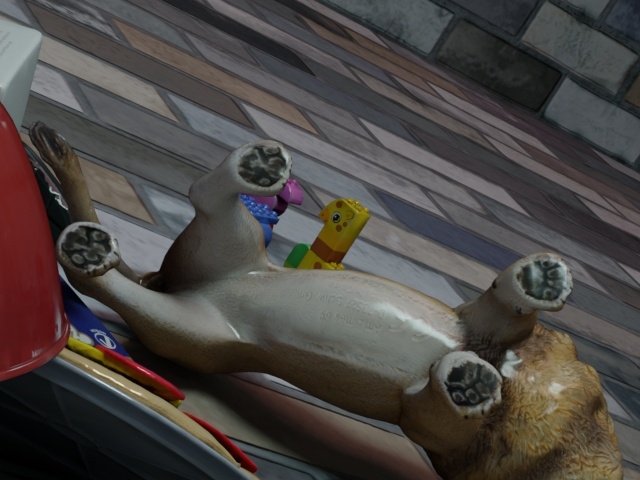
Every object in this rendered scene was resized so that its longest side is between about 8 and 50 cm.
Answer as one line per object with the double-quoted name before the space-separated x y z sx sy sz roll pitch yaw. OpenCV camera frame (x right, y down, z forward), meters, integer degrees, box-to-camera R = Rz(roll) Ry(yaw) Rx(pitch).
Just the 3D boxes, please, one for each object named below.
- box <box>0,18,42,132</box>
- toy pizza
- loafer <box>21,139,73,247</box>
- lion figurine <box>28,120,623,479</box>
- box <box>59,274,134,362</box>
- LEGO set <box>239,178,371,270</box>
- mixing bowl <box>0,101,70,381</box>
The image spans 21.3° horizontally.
"box" -0.234 -0.053 0.796 0.170 0.130 0.091 16 22 -4
"toy pizza" -0.102 0.072 0.747 0.201 0.032 0.201 25 -19 9
"loafer" -0.203 -0.044 1.069 0.170 0.062 0.061 41 11 25
"lion figurine" 0.011 0.060 1.003 0.392 0.142 0.240 28 -19 7
"box" -0.208 0.010 0.925 0.136 0.036 0.225 16 21 -50
"LEGO set" 0.000 0.000 1.288 0.227 0.093 0.087 41 16 29
"mixing bowl" -0.179 -0.019 0.630 0.181 0.098 0.181 7 16 -2
